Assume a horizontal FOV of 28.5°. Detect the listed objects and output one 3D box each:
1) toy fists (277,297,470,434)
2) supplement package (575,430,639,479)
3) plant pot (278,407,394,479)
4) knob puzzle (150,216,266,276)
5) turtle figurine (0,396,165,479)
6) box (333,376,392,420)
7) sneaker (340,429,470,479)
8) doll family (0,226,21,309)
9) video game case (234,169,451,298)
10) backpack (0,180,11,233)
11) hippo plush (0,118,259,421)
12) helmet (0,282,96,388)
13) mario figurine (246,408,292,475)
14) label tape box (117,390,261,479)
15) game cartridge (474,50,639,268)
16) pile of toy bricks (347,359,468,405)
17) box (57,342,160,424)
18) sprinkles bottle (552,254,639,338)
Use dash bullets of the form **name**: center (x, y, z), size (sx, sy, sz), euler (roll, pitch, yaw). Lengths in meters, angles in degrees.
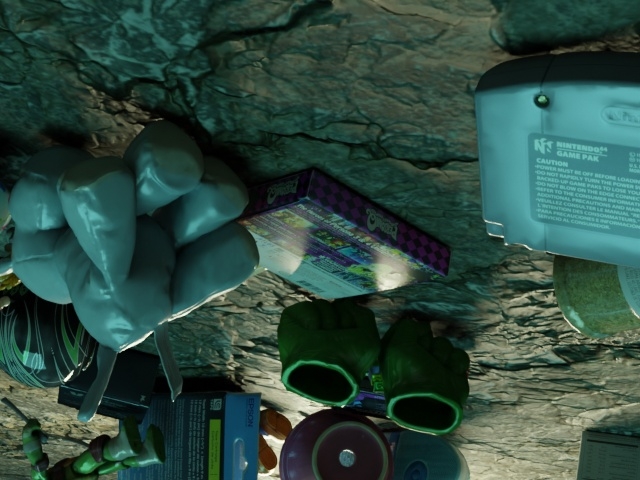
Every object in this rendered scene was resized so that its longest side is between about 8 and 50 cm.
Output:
- **toy fists**: center (0.074, 0.155, 1.690), size (0.279, 0.142, 0.096), euler (16, 126, -12)
- **supplement package**: center (0.539, 0.436, 2.124), size (0.204, 0.145, 0.262), euler (5, 158, 16)
- **plant pot**: center (0.036, 0.382, 2.149), size (0.201, 0.201, 0.180), euler (14, 165, -5)
- **knob puzzle**: center (-0.175, 0.019, 1.625), size (0.213, 0.030, 0.213), euler (10, 158, 4)
- **turtle figurine**: center (-0.424, 0.351, 2.217), size (0.266, 0.275, 0.198), euler (-19, 122, 16)
- **box**: center (0.075, 0.259, 2.082), size (0.116, 0.029, 0.162), euler (9, 160, 8)
- **sneaker**: center (0.198, 0.432, 2.320), size (0.208, 0.127, 0.319), euler (30, 161, -34)
- **doll family**: center (-0.377, 0.028, 1.559), size (0.163, 0.263, 0.118), euler (2, 119, 55)
- **video game case**: center (0.000, 0.000, 1.471), size (0.232, 0.042, 0.210), euler (28, 153, -35)
- **backpack**: center (-0.481, -0.037, 1.431), size (0.225, 0.191, 0.253), euler (45, 141, -20)
- **hippo plush**: center (-0.221, 0.006, 1.386), size (0.234, 0.294, 0.236), euler (-10, -164, -38)
- **helmet**: center (-0.406, 0.131, 1.837), size (0.169, 0.162, 0.169), euler (10, 158, 4)
- **mario figurine**: center (-0.186, 0.427, 2.410), size (0.320, 0.170, 0.198), euler (-21, 170, 38)
- **label tape box**: center (-0.210, 0.396, 2.242), size (0.347, 0.249, 0.115), euler (-7, 169, 37)
- **game cartridge**: center (0.278, -0.061, 1.053), size (0.297, 0.062, 0.198), euler (11, 130, 23)
- **pile of toy bricks**: center (0.102, 0.193, 1.842), size (0.212, 0.118, 0.105), euler (4, -162, -8)
- **box**: center (-0.369, 0.246, 2.191), size (0.156, 0.093, 0.158), euler (15, 159, -8)
- **sprinkles bottle**: center (0.389, 0.015, 1.203), size (0.121, 0.121, 0.355), euler (26, 154, -31)
